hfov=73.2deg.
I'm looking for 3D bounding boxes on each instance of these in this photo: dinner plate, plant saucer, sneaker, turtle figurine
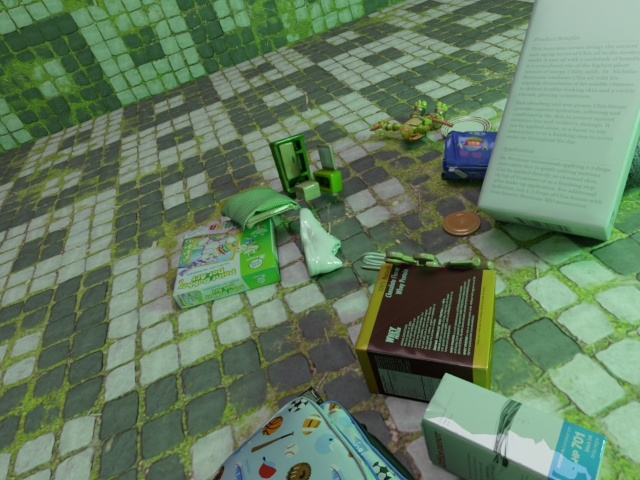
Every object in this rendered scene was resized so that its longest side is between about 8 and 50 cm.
[{"bbox_3d":[0.435,-0.334,1.293,0.141,0.017,0.141,-12,39,10],"label":"dinner plate"},{"bbox_3d":[0.323,-0.041,0.990,0.084,0.013,0.083,-12,39,10],"label":"plant saucer"},{"bbox_3d":[0.000,0.000,1.036,0.094,0.080,0.212,-8,45,-6],"label":"sneaker"},{"bbox_3d":[0.306,-0.357,1.317,0.270,0.087,0.217,6,36,39],"label":"turtle figurine"}]

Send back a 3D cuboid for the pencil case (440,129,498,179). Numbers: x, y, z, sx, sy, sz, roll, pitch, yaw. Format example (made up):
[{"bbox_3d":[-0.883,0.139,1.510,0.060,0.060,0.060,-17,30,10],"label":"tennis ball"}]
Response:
[{"bbox_3d":[0.444,-0.199,1.045,0.306,0.119,0.133,11,53,31],"label":"pencil case"}]

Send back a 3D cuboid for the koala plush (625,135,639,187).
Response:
[{"bbox_3d":[0.666,-0.207,0.919,0.196,0.203,0.221,-17,53,59],"label":"koala plush"}]

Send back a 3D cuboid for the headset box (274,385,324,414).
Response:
[{"bbox_3d":[-0.032,0.288,0.701,0.083,0.062,0.032,-33,40,-19],"label":"headset box"}]

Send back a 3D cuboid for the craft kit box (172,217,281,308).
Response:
[{"bbox_3d":[-0.232,0.038,1.089,0.250,0.060,0.246,-17,41,2],"label":"craft kit box"}]

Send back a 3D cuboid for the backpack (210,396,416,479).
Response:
[{"bbox_3d":[-0.014,0.338,0.482,0.263,0.213,0.276,-46,22,-10],"label":"backpack"}]

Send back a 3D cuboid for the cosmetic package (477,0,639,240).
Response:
[{"bbox_3d":[0.499,-0.247,0.851,0.230,0.162,0.452,17,92,36],"label":"cosmetic package"}]

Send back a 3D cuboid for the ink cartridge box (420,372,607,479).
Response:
[{"bbox_3d":[0.239,0.270,0.551,0.191,0.139,0.082,16,51,36],"label":"ink cartridge box"}]

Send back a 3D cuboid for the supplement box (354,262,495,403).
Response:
[{"bbox_3d":[0.184,0.153,0.722,0.194,0.129,0.191,3,43,24],"label":"supplement box"}]

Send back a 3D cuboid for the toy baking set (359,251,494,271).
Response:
[{"bbox_3d":[0.187,0.040,0.817,0.197,0.256,0.030,11,78,-16],"label":"toy baking set"}]

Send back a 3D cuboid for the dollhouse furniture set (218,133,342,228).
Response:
[{"bbox_3d":[-0.123,-0.166,1.137,0.302,0.151,0.198,-25,25,-26],"label":"dollhouse furniture set"}]
